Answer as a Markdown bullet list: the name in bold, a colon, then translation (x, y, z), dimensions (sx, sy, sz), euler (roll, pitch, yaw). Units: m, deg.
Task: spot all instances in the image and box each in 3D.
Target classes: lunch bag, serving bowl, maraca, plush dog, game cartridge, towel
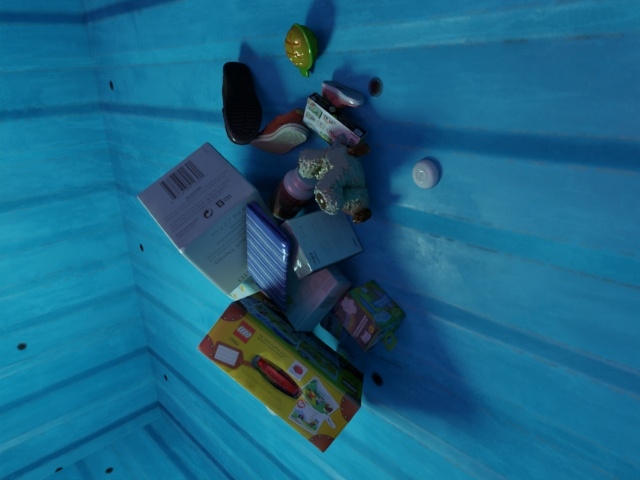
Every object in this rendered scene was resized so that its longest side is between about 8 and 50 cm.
- **lunch bag**: translation (-0.249, 0.254, 1.993), dimensions (0.223, 0.160, 0.262), euler (41, 159, 32)
- **serving bowl**: translation (0.283, -0.180, 1.335), dimensions (0.083, 0.027, 0.083), euler (24, 124, 42)
- **maraca**: translation (-0.060, -0.588, 1.514), dimensions (0.127, 0.099, 0.185), euler (61, 166, 15)
- **plush dog**: translation (0.076, -0.170, 1.473), dimensions (0.262, 0.211, 0.225), euler (60, 180, 41)
- **game cartridge**: translation (0.091, 0.429, 1.832), dimensions (0.083, 0.017, 0.055), euler (35, 126, 35)
- **towel**: translation (-0.175, 0.056, 1.637), dimensions (0.243, 0.040, 0.335), euler (45, 145, 33)

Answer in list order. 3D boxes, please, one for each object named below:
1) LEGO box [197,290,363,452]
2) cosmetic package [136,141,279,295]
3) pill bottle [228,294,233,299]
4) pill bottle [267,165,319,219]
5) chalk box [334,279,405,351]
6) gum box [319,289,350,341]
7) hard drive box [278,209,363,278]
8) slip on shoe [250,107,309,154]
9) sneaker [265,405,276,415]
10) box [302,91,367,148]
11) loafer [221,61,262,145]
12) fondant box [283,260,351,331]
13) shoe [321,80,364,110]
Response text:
- **LEGO box**: translation (-0.111, 0.411, 1.640), dimensions (0.500, 0.372, 0.193), euler (38, 94, 5)
- **cosmetic package**: translation (-0.383, -0.073, 1.804), dimensions (0.327, 0.329, 0.393), euler (43, 170, 29)
- **pill bottle**: translation (-0.339, 0.170, 2.142), dimensions (0.117, 0.118, 0.208), euler (57, 139, 16)
- **pill bottle**: translation (-0.091, -0.171, 1.703), dimensions (0.121, 0.121, 0.216), euler (61, 141, 12)
- **chalk box**: translation (0.174, 0.258, 1.571), dimensions (0.213, 0.132, 0.132), euler (48, 135, 24)
- **gum box**: translation (0.066, 0.262, 1.750), dimensions (0.107, 0.062, 0.188), euler (36, 130, 35)
- **hard drive box**: translation (0.000, 0.000, 1.581), dimensions (0.089, 0.232, 0.181), euler (-36, 76, 51)
- **slip on shoe**: translation (-0.141, -0.376, 1.702), dimensions (0.331, 0.123, 0.101), euler (-8, 66, 56)
- **sneaker**: translation (-0.196, 0.673, 2.198), dimensions (0.123, 0.106, 0.289), euler (7, 110, 51)
- **box**: translation (0.039, -0.345, 1.483), dimensions (0.207, 0.036, 0.114), euler (41, 150, 11)
- **loafer**: translation (-0.289, -0.479, 1.763), dimensions (0.130, 0.134, 0.365), euler (118, 149, -56)
- **fondant box**: translation (-0.076, 0.125, 1.737), dimensions (0.238, 0.096, 0.330), euler (-52, 55, 17)
- **shoe**: translation (0.063, -0.417, 1.469), dimensions (0.178, 0.064, 0.081), euler (40, 134, 39)
